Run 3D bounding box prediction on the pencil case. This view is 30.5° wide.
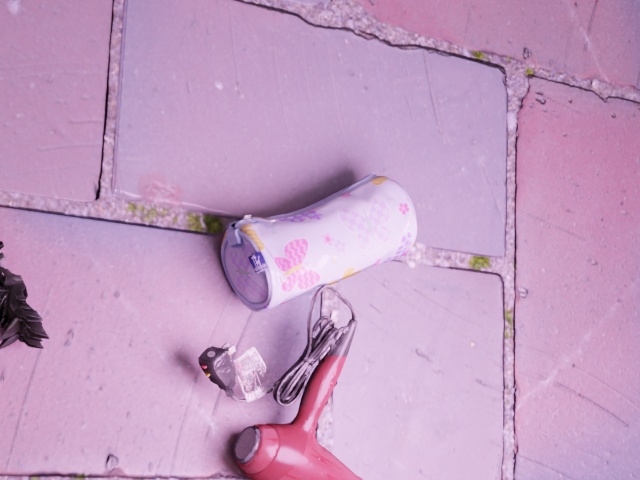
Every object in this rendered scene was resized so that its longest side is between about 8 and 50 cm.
[{"bbox_3d":[0.000,0.000,1.574,0.273,0.113,0.124,-20,79,-32],"label":"pencil case"}]

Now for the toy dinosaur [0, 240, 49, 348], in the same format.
[{"bbox_3d":[-0.422,0.107,1.280,0.218,0.164,0.322,-24,110,-18],"label":"toy dinosaur"}]

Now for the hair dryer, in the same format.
[{"bbox_3d":[-0.013,0.227,1.521,0.223,0.080,0.293,-25,111,-16],"label":"hair dryer"}]
